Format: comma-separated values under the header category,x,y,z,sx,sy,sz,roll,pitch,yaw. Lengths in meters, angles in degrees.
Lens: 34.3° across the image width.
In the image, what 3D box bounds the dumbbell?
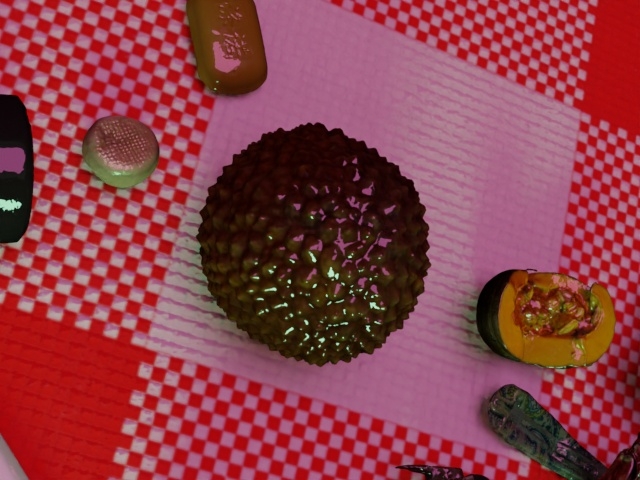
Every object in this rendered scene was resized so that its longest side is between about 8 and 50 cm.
category,x,y,z,sx,sy,sz,roll,pitch,yaw
dumbbell,-0.400,-0.072,1.012,0.218,0.152,0.152,1,75,-23

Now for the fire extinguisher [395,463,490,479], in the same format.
category,x,y,z,sx,sy,sz,roll,pitch,yaw
fire extinguisher,0.169,0.404,1.146,0.141,0.105,0.341,-13,84,-27

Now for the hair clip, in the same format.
category,x,y,z,sx,sy,sz,roll,pitch,yaw
hair clip,0.289,0.253,1.276,0.229,0.036,0.066,37,66,-14

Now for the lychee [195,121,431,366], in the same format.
category,x,y,z,sx,sy,sz,roll,pitch,yaw
lychee,0.000,0.000,1.106,0.267,0.267,0.267,6,74,-21

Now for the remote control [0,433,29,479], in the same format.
category,x,y,z,sx,sy,sz,roll,pitch,yaw
remote control,-0.355,0.221,1.015,0.103,0.034,0.250,-33,89,-27

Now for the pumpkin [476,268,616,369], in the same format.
category,x,y,z,sx,sy,sz,roll,pitch,yaw
pumpkin,0.260,0.094,1.270,0.183,0.107,0.119,12,78,-27

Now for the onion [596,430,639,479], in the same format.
category,x,y,z,sx,sy,sz,roll,pitch,yaw
onion,0.391,0.354,1.232,0.227,0.120,0.283,-13,96,-12

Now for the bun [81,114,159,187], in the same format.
category,x,y,z,sx,sy,sz,roll,pitch,yaw
bun,-0.223,-0.095,1.148,0.086,0.055,0.086,13,57,-22

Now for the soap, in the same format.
category,x,y,z,sx,sy,sz,roll,pitch,yaw
soap,-0.111,-0.242,1.239,0.089,0.045,0.140,-8,79,-21
